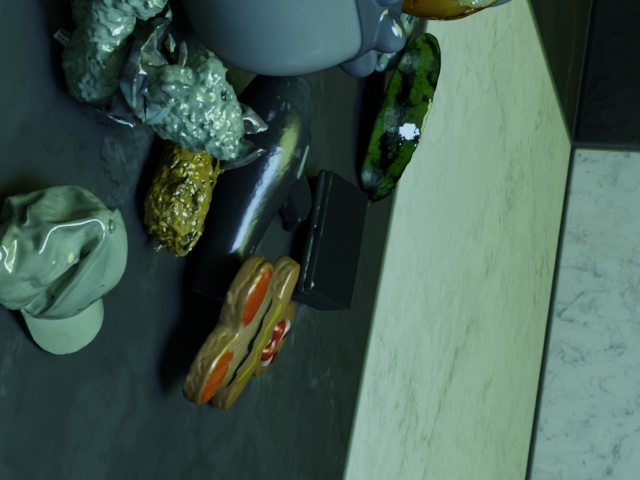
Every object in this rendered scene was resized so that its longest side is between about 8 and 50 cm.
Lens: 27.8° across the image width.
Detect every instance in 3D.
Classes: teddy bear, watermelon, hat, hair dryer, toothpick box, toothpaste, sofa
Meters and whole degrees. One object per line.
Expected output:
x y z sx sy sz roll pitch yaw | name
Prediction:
-0.133 -0.124 0.986 0.213 0.111 0.133 55 2 -35 | teddy bear
0.101 -0.164 1.677 0.119 0.063 0.245 157 -50 -84 | watermelon
-0.185 0.026 0.948 0.166 0.081 0.122 86 22 -50 | hat
-0.047 -0.027 1.312 0.271 0.091 0.236 44 62 -70 | hair dryer
-0.027 -0.273 1.082 0.316 0.229 0.229 74 28 -45 | toothpick box
0.106 -0.282 1.733 0.233 0.038 0.060 -63 154 -52 | toothpaste
0.000 0.000 1.487 0.085 0.060 0.147 29 66 -50 | sofa

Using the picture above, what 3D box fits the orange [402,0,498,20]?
0.141 -0.379 1.531 0.240 0.240 0.240 5 90 -70 | orange

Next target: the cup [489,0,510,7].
0.252 -0.455 1.856 0.312 0.205 0.205 -48 138 -56 | cup

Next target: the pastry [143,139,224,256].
-0.117 -0.060 1.139 0.080 0.056 0.140 83 15 -49 | pastry

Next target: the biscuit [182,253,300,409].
-0.062 0.092 1.269 0.165 0.036 0.250 -63 169 -3 | biscuit
